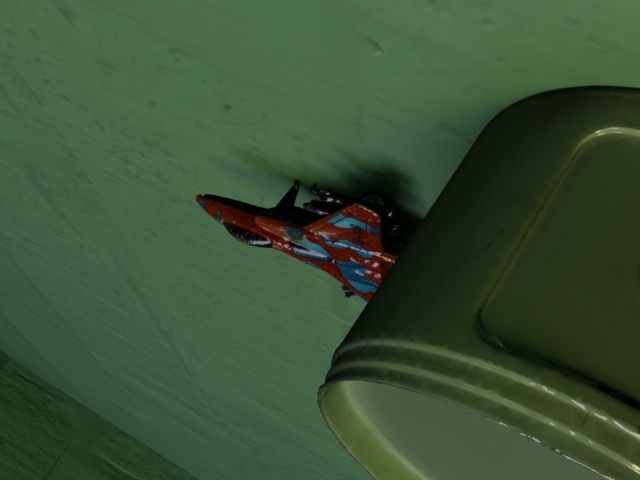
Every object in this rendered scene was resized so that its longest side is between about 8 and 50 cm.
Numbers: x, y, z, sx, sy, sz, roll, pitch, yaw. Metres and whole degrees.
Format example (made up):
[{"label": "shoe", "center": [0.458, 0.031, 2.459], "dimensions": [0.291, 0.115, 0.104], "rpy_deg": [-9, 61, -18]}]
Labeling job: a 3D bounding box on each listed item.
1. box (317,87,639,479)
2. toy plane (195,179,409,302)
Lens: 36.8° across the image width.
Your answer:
[{"label": "box", "center": [0.131, 0.066, 0.422], "dimensions": [0.226, 0.149, 0.226], "rpy_deg": [29, 158, 13]}, {"label": "toy plane", "center": [0.002, -0.003, 0.595], "dimensions": [0.189, 0.061, 0.130], "rpy_deg": [29, 159, 28]}]
